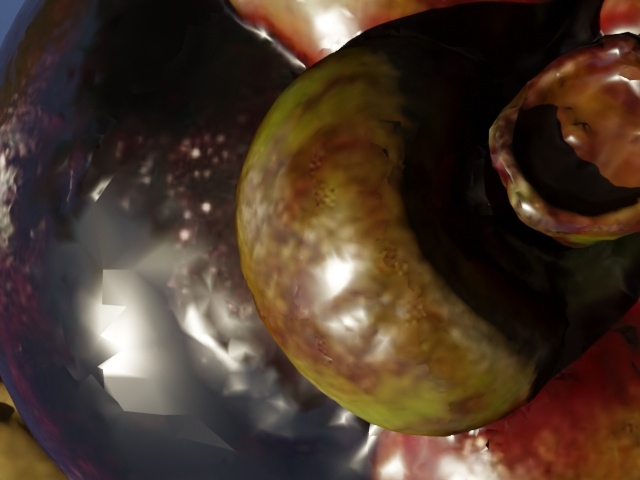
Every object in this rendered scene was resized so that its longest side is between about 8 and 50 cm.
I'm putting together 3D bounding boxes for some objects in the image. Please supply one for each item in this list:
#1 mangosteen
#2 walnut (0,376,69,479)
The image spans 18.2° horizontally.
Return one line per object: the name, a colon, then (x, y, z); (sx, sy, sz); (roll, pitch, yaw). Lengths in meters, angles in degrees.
mangosteen: (0.031, -0.010, 0.451); (0.211, 0.250, 0.211); (1, -93, -17)
walnut: (-0.226, 0.247, 1.459); (0.384, 0.383, 0.383); (22, -141, -19)
